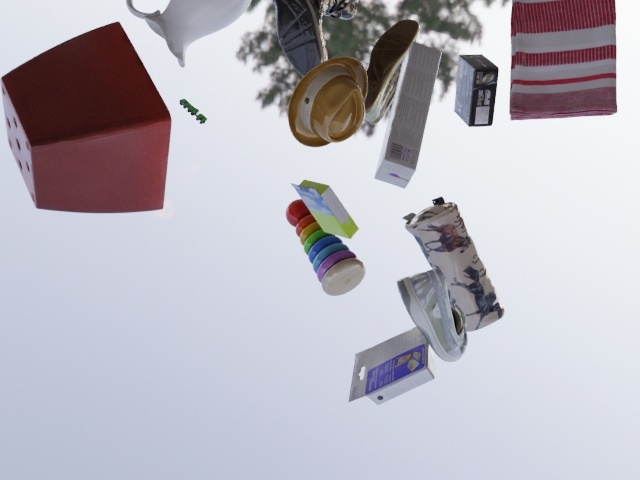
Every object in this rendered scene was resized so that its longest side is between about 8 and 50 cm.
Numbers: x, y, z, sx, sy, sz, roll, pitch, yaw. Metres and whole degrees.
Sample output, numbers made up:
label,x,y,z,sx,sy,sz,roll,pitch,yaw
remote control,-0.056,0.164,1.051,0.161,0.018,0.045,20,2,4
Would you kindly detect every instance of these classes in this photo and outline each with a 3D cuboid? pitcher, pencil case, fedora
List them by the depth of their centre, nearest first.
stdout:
label,x,y,z,sx,sy,sz,roll,pitch,yaw
pitcher,-0.238,-0.449,1.508,0.178,0.207,0.125,45,176,4
fedora,0.031,-0.250,1.557,0.194,0.194,0.079,-11,-139,-35
pencil case,0.395,0.081,2.407,0.160,0.410,0.183,-33,-163,-17

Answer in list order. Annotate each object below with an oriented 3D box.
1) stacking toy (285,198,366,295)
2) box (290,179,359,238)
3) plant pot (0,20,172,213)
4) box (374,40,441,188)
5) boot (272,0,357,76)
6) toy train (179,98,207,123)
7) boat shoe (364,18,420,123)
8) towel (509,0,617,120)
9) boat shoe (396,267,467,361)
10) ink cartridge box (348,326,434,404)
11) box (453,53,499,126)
label,x,y,z,sx,sy,sz,roll,pitch,yaw
stacking toy,0.000,0.000,2.407,0.141,0.141,0.330,-8,-130,-32
box,0.011,-0.085,2.051,0.042,0.178,0.109,-49,-144,-19
plant pot,-0.441,-0.203,1.516,0.235,0.267,0.267,-17,-120,-26
box,0.169,-0.244,1.568,0.067,0.063,0.324,19,-124,-6
boot,-0.002,-0.646,2.304,0.284,0.138,0.377,-15,-98,-48
toy train,-0.310,-0.317,2.006,0.083,0.017,0.024,44,-142,-2
boat shoe,0.177,-0.441,2.135,0.104,0.285,0.089,28,175,39
towel,0.555,-0.437,1.885,0.237,0.329,0.037,-1,166,20
boat shoe,0.263,0.162,1.764,0.103,0.320,0.118,-27,-133,11
ink cartridge box,0.170,0.293,1.925,0.208,0.045,0.206,-27,-161,19
box,0.461,-0.446,2.442,0.077,0.180,0.147,-4,-152,-9
